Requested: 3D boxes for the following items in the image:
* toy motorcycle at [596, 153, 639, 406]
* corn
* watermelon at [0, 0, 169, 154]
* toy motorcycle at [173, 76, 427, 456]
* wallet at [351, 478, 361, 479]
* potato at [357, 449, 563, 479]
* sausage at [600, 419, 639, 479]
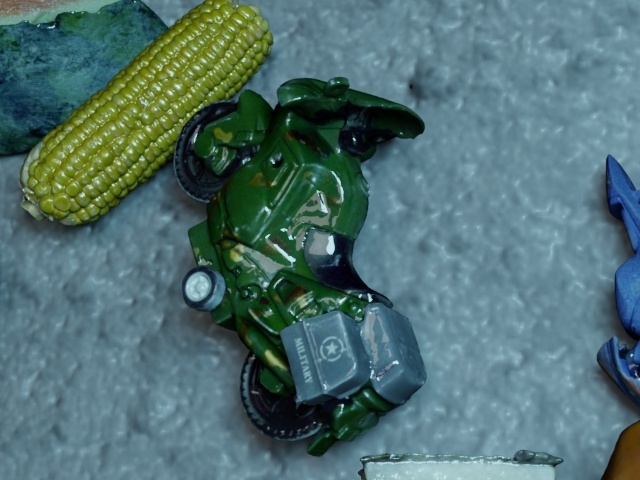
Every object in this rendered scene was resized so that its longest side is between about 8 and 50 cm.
[{"bbox_3d":[0.228,0.034,0.761,0.114,0.076,0.205,-7,68,25],"label":"toy motorcycle"},{"bbox_3d":[-0.132,-0.097,0.928,0.238,0.080,0.080,-41,63,-1],"label":"corn"},{"bbox_3d":[-0.276,-0.199,0.989,0.318,0.148,0.226,-1,63,17],"label":"watermelon"},{"bbox_3d":[0.000,0.000,0.828,0.187,0.125,0.274,-26,66,19],"label":"toy motorcycle"},{"bbox_3d":[0.060,0.238,0.763,0.190,0.033,0.095,37,87,27],"label":"wallet"},{"bbox_3d":[0.084,0.166,0.735,0.122,0.086,0.061,0,57,-2],"label":"potato"},{"bbox_3d":[0.195,0.210,0.651,0.141,0.153,0.268,21,87,11],"label":"sausage"}]
